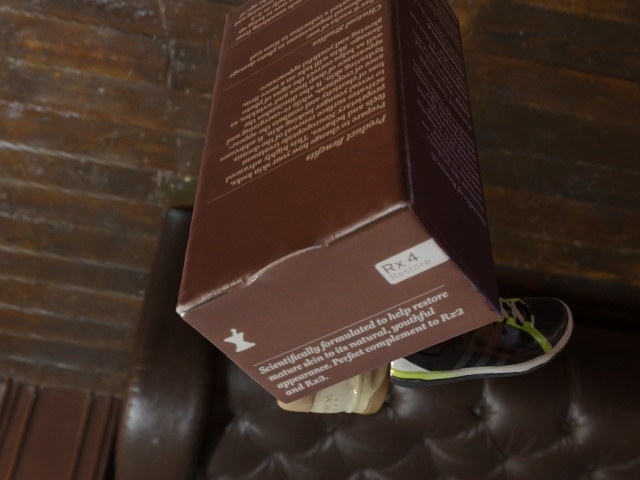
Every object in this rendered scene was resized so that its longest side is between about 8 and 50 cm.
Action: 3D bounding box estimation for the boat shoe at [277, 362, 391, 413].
[{"bbox_3d":[0.000,0.000,0.978,0.110,0.341,0.121,2,156,-12],"label":"boat shoe"}]

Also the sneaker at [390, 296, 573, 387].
[{"bbox_3d":[0.168,0.093,1.052,0.234,0.084,0.097,-14,131,-14],"label":"sneaker"}]

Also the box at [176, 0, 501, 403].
[{"bbox_3d":[0.018,-0.080,0.800,0.191,0.381,0.143,-25,127,25],"label":"box"}]
